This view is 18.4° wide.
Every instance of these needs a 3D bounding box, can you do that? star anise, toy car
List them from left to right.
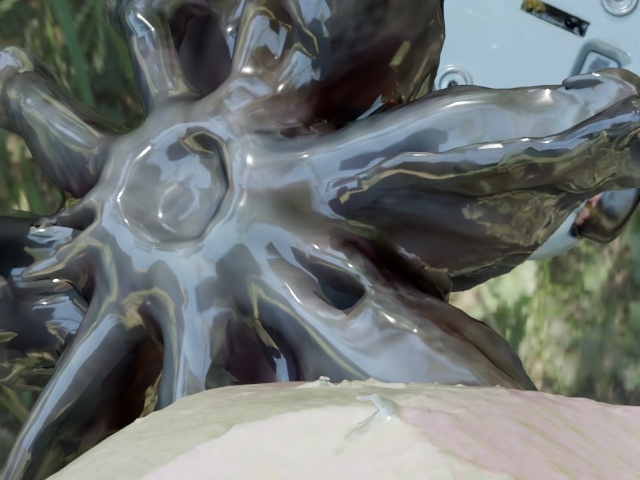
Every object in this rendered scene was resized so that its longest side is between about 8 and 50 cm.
[{"bbox_3d":[0.000,0.000,0.633,0.359,0.139,0.315,-8,76,18],"label":"star anise"},{"bbox_3d":[0.124,-0.124,1.236,0.181,0.212,0.270,23,93,-7],"label":"toy car"}]

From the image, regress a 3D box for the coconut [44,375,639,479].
[{"bbox_3d":[0.022,0.131,0.372,0.227,0.230,0.227,1,85,-19],"label":"coconut"}]
